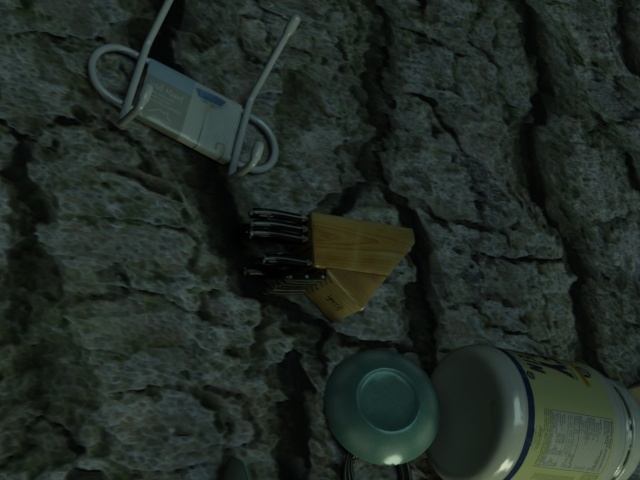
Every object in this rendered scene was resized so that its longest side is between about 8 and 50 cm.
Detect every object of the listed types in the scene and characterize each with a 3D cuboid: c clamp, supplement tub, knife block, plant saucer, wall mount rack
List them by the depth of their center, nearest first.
[{"bbox_3d":[0.104,0.259,1.527,0.195,0.037,0.194,5,62,-9],"label":"plant saucer"},{"bbox_3d":[0.094,0.356,1.538,0.161,0.022,0.137,-4,78,-38],"label":"c clamp"},{"bbox_3d":[-0.178,-0.270,1.539,0.350,0.130,0.304,26,57,-25],"label":"wall mount rack"},{"bbox_3d":[0.000,0.000,1.576,0.242,0.088,0.275,50,51,-9],"label":"knife block"},{"bbox_3d":[0.356,0.309,1.604,0.325,0.235,0.235,13,63,-31],"label":"supplement tub"}]

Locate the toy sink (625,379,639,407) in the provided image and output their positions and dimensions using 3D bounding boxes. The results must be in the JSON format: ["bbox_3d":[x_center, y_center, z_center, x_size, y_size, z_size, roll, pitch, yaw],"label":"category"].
[{"bbox_3d":[0.744,0.370,1.911,0.131,0.153,0.234,-16,79,-39],"label":"toy sink"}]

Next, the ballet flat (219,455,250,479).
[{"bbox_3d":[-0.123,0.408,1.325,0.068,0.072,0.213,-2,72,-31],"label":"ballet flat"}]
